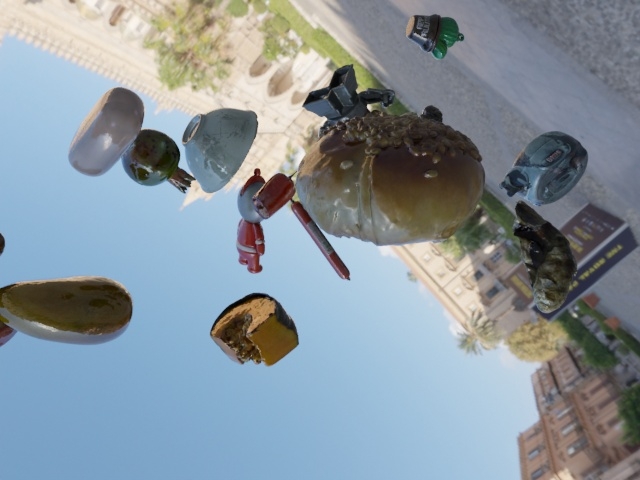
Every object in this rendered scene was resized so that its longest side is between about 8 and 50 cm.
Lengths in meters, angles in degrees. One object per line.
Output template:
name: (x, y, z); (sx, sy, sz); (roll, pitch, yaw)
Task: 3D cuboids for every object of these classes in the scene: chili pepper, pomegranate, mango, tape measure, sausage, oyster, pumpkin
chili pepper: (-0.112, -0.147, 1.336); (0.086, 0.192, 0.084); (45, 163, -1)
pomegranate: (-0.430, -0.207, 1.257); (0.205, 0.159, 0.159); (37, -163, -23)
mango: (-0.607, 0.165, 1.149); (0.211, 0.173, 0.317); (9, 176, 41)
tape measure: (0.803, -0.243, 1.669); (0.256, 0.275, 0.147); (16, -151, -40)
sausage: (0.000, 0.000, 1.163); (0.253, 0.034, 0.034); (54, -166, -11)
oyster: (0.584, 0.030, 1.242); (0.294, 0.166, 0.094); (64, 163, 2)
pumpkin: (-0.252, 0.351, 1.852); (0.256, 0.303, 0.225); (-55, -48, -44)

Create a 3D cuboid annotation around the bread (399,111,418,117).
bread: (0.320, -0.405, 1.807); (0.103, 0.110, 0.156); (-135, 33, -66)

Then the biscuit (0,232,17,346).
biscuit: (-0.901, 0.171, 1.114); (0.076, 0.394, 0.368); (23, -146, 18)

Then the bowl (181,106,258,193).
bowl: (-0.353, -0.320, 1.513); (0.146, 0.313, 0.313); (29, -158, -35)

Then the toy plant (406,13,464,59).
toy plant: (0.382, -0.668, 1.545); (0.200, 0.142, 0.105); (10, 173, -14)

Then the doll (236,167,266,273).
doll: (-0.215, -0.068, 1.521); (0.105, 0.336, 0.200); (-5, -159, -31)

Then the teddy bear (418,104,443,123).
teddy bear: (0.319, -0.302, 1.304); (0.119, 0.078, 0.160); (16, -136, -35)

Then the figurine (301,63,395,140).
figurine: (0.100, -0.434, 1.664); (0.285, 0.343, 0.167); (45, -151, -36)

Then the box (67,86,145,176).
box: (-0.430, -0.217, 0.951); (0.088, 0.200, 0.146); (31, -144, -35)

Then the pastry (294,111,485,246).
pastry: (0.151, -0.146, 1.029); (0.410, 0.245, 0.409); (1, -157, 0)
